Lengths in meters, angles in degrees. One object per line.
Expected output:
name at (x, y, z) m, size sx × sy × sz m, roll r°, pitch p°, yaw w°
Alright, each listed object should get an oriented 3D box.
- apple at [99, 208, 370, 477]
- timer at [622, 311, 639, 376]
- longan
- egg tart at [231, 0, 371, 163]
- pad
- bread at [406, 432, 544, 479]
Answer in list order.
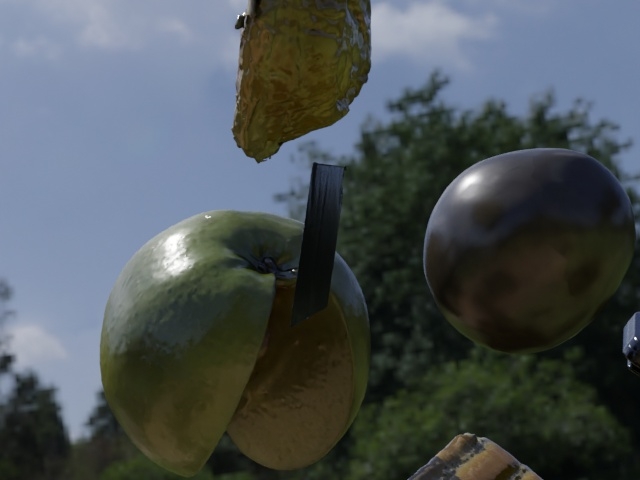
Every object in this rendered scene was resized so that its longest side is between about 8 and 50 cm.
apple at (-0.086, 0.108, 1.608) m, size 0.292 × 0.292 × 0.254 m, roll -2°, pitch -47°, yaw -33°
timer at (0.423, 0.159, 1.740) m, size 0.055 × 0.187 × 0.144 m, roll -56°, pitch -3°, yaw 17°
longan at (0.201, 0.008, 1.487) m, size 0.212 × 0.198 × 0.198 m, roll -30°, pitch -17°, yaw 16°
egg tart at (-0.010, -0.176, 1.292) m, size 0.098 × 0.231 × 0.252 m, roll 9°, pitch 6°, yaw 9°
pad at (0.000, 0.000, 1.141) m, size 0.004 × 0.116 × 0.193 m, roll 8°, pitch 3°, yaw 7°
bread at (0.189, 0.329, 1.600) m, size 0.246 × 0.239 × 0.111 m, roll -29°, pitch -27°, yaw -58°
